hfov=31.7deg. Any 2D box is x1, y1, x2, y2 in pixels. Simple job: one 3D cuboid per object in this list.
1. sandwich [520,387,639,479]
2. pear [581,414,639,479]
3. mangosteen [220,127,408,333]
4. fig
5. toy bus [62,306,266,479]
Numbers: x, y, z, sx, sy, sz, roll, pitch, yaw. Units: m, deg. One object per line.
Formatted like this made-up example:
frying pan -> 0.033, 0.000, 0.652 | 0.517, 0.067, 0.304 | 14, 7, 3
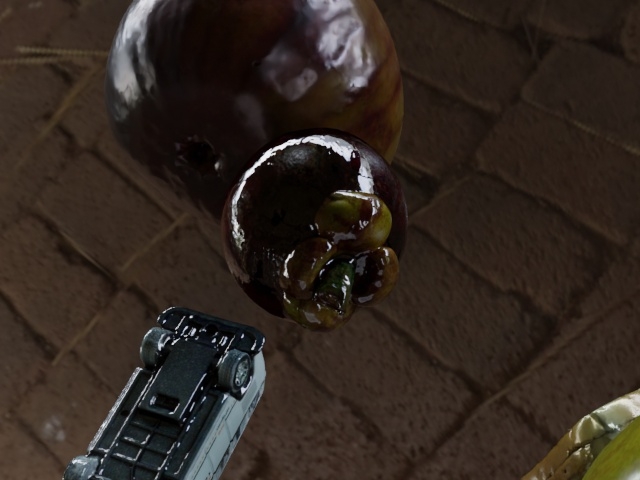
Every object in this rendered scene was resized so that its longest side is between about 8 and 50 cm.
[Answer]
sandwich -> 0.379, 0.271, 1.395 | 0.271, 0.301, 0.099 | -10, 59, -28
pear -> 0.301, 0.223, 0.763 | 0.321, 0.269, 0.269 | -44, 47, 39
mangosteen -> 0.000, 0.000, 0.705 | 0.140, 0.140, 0.140 | -10, 60, 18
fig -> -0.047, -0.117, 0.854 | 0.235, 0.235, 0.214 | 6, 68, 26
toy bus -> -0.108, 0.146, 0.800 | 0.087, 0.089, 0.194 | 14, 54, 20
